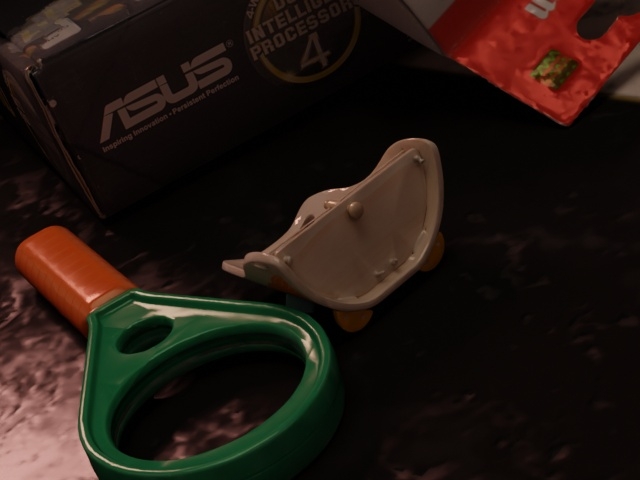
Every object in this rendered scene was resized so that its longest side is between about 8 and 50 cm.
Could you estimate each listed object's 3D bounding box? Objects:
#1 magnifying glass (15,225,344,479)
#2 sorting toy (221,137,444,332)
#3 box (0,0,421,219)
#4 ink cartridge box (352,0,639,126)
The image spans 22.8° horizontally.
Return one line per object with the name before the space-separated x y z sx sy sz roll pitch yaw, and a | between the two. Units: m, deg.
magnifying glass | -0.068 0.039 0.603 0.092 0.026 0.231 -31 31 -17
sorting toy | 0.000 0.000 0.605 0.083 0.045 0.075 -38 24 -28
box | -0.014 -0.183 0.880 0.395 0.097 0.318 -30 31 -12
ink cartridge box | 0.074 -0.150 0.691 0.179 0.045 0.145 33 69 21
